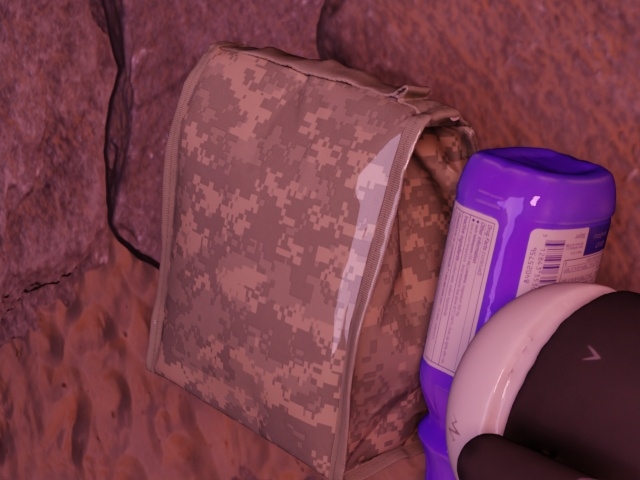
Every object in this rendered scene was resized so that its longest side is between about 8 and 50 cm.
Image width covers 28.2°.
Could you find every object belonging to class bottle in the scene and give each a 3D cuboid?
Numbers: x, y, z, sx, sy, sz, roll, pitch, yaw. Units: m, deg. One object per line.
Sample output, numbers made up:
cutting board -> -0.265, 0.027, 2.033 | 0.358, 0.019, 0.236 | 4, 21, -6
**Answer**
bottle -> 0.128, 0.078, 0.901 | 0.092, 0.118, 0.283 | 24, 111, 39

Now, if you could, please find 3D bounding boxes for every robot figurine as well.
robot figurine -> 0.199, 0.128, 0.730 | 0.278, 0.209, 0.174 | 21, 68, 44

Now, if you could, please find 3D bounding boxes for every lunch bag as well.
lunch bag -> 0.000, 0.000, 0.979 | 0.235, 0.169, 0.287 | 24, 115, 39
